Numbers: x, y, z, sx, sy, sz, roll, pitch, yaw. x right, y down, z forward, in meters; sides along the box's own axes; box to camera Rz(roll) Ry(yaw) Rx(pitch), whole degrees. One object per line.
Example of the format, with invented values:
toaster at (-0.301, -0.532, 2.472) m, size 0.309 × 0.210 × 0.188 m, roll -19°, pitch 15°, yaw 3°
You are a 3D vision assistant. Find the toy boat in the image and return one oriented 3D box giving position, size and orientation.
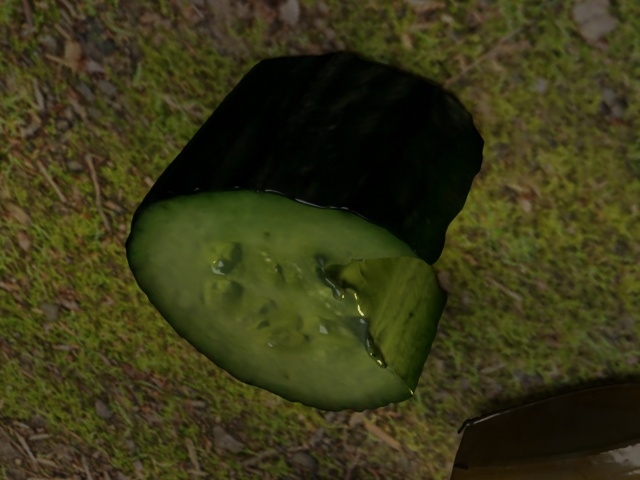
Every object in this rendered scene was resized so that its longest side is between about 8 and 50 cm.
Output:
toy boat at (0.164, 0.129, 0.860) m, size 0.206 × 0.064 × 0.072 m, roll -14°, pitch 129°, yaw 38°

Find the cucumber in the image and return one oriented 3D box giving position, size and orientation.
cucumber at (-0.009, 0.000, 0.826) m, size 0.191 × 0.130 × 0.191 m, roll 19°, pitch 136°, yaw 19°
